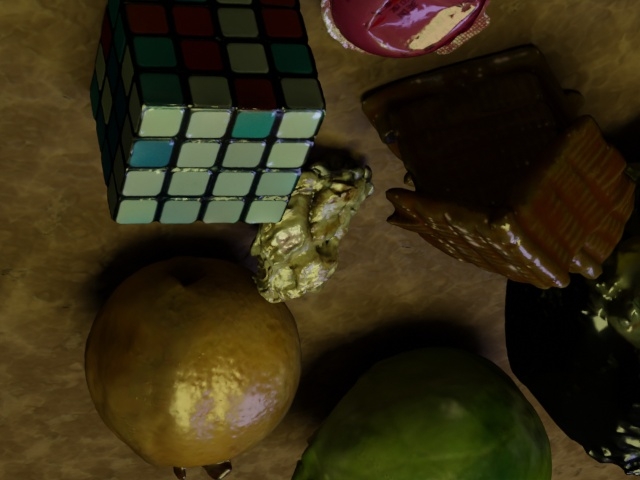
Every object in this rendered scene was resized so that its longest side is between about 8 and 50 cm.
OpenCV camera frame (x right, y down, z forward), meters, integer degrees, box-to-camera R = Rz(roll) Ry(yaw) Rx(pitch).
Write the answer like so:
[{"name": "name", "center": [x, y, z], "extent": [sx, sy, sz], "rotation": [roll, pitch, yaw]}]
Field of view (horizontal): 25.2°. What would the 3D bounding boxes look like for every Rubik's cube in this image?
[{"name": "Rubik's cube", "center": [-0.098, -0.116, 1.188], "extent": [0.155, 0.151, 0.154], "rotation": [-2, 145, -19]}]

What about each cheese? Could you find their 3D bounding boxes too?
[{"name": "cheese", "center": [0.052, -0.220, 1.175], "extent": [0.155, 0.062, 0.244], "rotation": [-36, 139, 26]}]

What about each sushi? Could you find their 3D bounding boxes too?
[{"name": "sushi", "center": [0.380, 0.048, 1.457], "extent": [0.329, 0.327, 0.285], "rotation": [11, 143, -8]}]

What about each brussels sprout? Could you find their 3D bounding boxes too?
[{"name": "brussels sprout", "center": [0.124, 0.265, 1.737], "extent": [0.344, 0.268, 0.344], "rotation": [4, 160, 1]}]

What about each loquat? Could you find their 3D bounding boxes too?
[{"name": "loquat", "center": [-0.130, 0.125, 1.482], "extent": [0.238, 0.193, 0.238], "rotation": [-13, 117, -27]}]

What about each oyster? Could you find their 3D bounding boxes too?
[{"name": "oyster", "center": [0.000, 0.000, 1.433], "extent": [0.163, 0.081, 0.191], "rotation": [-41, 163, -6]}]

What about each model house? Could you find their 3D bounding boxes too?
[{"name": "model house", "center": [0.177, -0.045, 1.331], "extent": [0.220, 0.229, 0.199], "rotation": [-21, 139, 11]}]
